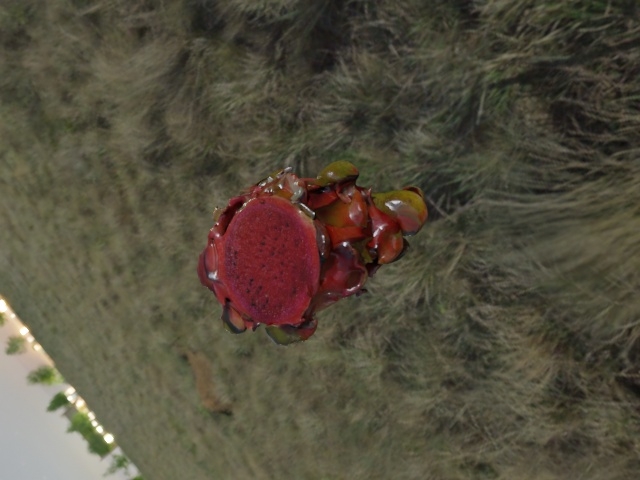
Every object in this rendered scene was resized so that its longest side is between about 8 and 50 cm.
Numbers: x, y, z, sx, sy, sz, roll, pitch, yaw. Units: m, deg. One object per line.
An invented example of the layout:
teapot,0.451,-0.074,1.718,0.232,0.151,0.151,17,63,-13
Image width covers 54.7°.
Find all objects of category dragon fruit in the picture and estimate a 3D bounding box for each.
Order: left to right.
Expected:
dragon fruit,0.000,0.000,0.518,0.133,0.207,0.150,70,167,-8
